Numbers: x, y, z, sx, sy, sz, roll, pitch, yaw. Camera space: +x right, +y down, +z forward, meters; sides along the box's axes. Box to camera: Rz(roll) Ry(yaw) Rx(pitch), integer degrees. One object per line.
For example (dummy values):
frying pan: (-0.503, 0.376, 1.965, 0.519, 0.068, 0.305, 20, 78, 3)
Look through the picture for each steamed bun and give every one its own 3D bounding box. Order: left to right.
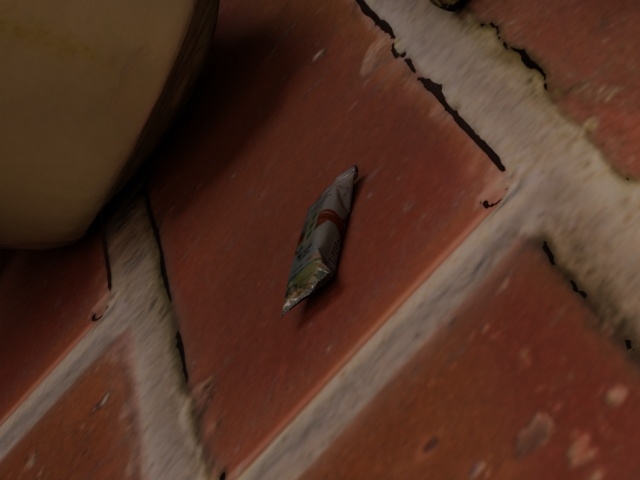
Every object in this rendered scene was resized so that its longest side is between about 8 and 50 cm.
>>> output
steamed bun: (-0.281, -0.150, 1.315, 0.290, 0.371, 0.456, -66, 14, -2)

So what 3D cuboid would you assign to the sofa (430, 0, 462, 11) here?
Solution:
sofa: (0.053, -0.273, 1.073, 0.200, 0.182, 0.258, -48, 19, 5)

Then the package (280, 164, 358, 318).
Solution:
package: (0.000, 0.000, 0.922, 0.037, 0.015, 0.110, -45, 17, 30)
